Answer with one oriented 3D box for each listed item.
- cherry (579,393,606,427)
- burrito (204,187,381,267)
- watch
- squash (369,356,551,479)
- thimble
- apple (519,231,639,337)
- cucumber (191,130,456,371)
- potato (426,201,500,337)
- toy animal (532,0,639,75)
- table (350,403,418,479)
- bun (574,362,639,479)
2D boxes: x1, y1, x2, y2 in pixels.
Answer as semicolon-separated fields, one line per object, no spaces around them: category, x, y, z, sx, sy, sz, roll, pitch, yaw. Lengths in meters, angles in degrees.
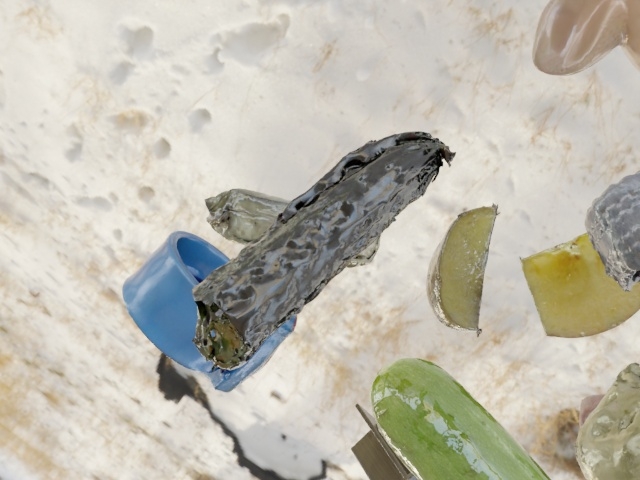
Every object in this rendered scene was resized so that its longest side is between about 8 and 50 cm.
cherry;0.960;0.601;2.107;0.307;0.221;0.261;30;153;38
burrito;-0.028;-0.010;0.676;0.188;0.058;0.045;15;179;-17
watch;-0.214;0.095;1.226;0.274;0.241;0.305;37;-169;-35
squash;0.196;0.280;0.738;0.370;0.118;0.118;47;149;17
thimble;0.623;-0.021;1.266;0.236;0.205;0.172;118;141;-57
apple;0.675;0.080;1.657;0.309;0.314;0.252;-20;120;22
cucumber;0.000;0.000;0.368;0.053;0.181;0.053;48;171;10
potato;0.249;0.043;1.218;0.098;0.243;0.138;7;-172;-4
toy animal;0.255;-0.094;0.326;0.248;0.165;0.149;50;143;22
table;0.138;0.361;1.084;0.167;0.167;0.226;56;175;-26
bun;0.666;0.358;1.265;0.326;0.361;0.235;-159;51;-83
